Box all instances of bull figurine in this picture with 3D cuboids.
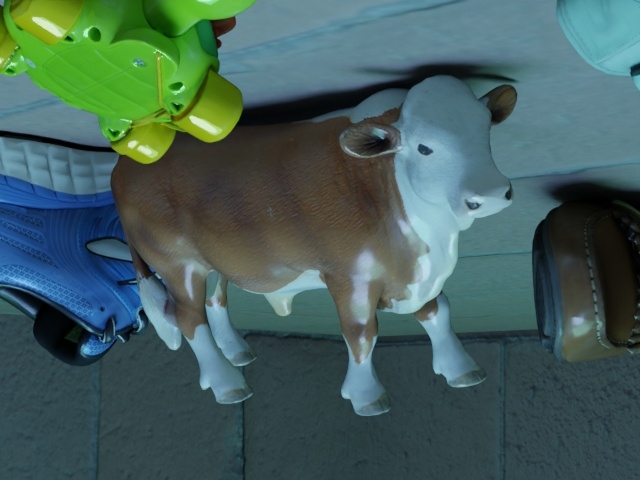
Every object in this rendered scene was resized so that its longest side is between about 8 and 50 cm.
[{"bbox_3d":[0.000,0.000,0.859,0.310,0.188,0.101,3,-162,43],"label":"bull figurine"}]

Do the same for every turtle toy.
[{"bbox_3d":[-0.067,-0.082,0.539,0.095,0.066,0.130,32,155,-29],"label":"turtle toy"}]

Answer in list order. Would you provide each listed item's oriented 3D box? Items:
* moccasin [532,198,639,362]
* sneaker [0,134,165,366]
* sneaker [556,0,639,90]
[{"bbox_3d":[0.278,0.038,1.226,0.147,0.139,0.380,-4,172,28],"label":"moccasin"},{"bbox_3d":[-0.140,0.014,1.021,0.330,0.147,0.130,3,173,-26],"label":"sneaker"},{"bbox_3d":[0.101,-0.077,0.426,0.256,0.094,0.151,2,166,-37],"label":"sneaker"}]
